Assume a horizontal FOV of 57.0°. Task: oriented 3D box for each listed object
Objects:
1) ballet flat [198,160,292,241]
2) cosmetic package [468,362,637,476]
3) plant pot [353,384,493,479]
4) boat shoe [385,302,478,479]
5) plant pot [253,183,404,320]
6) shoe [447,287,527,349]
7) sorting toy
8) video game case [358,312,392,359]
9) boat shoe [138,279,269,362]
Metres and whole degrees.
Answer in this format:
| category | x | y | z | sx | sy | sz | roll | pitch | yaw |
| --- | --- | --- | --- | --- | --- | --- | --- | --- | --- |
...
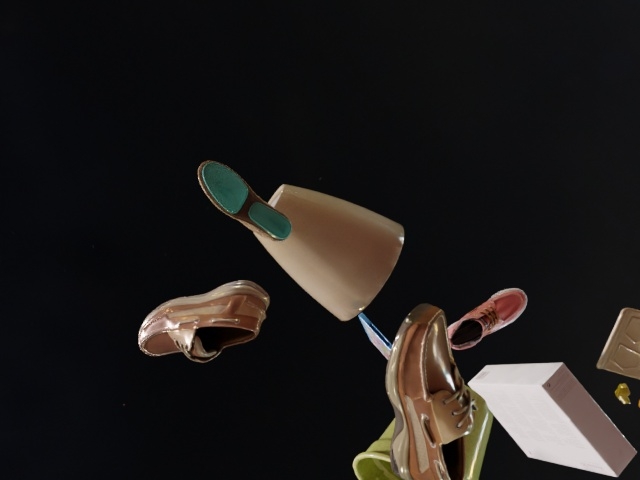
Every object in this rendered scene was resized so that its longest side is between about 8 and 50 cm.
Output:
| category | x | y | z | sx | sy | sz | roll | pitch | yaw |
| --- | --- | --- | --- | --- | --- | --- | --- | --- | --- |
| ballet flat | -0.142 | -0.063 | 1.047 | 0.206 | 0.067 | 0.073 | 42 | -111 | -24 |
| cosmetic package | 0.600 | 0.468 | 1.584 | 0.097 | 0.377 | 0.284 | -37 | -91 | -19 |
| plant pot | 0.252 | 0.452 | 1.291 | 0.276 | 0.276 | 0.254 | 41 | -125 | -4 |
| boat shoe | 0.178 | 0.245 | 0.888 | 0.122 | 0.120 | 0.324 | -37 | -49 | -43 |
| plant pot | 0.000 | 0.000 | 1.309 | 0.274 | 0.256 | 0.256 | 33 | -112 | -13 |
| shoe | 0.320 | 0.153 | 1.130 | 0.178 | 0.081 | 0.063 | -33 | -97 | 8 |
| sorting toy | 0.912 | 0.340 | 1.670 | 0.229 | 0.307 | 0.041 | 13 | -153 | 7 |
| video game case | 0.157 | 0.258 | 1.422 | 0.015 | 0.119 | 0.166 | -36 | -135 | -9 |
| boat shoe | -0.251 | 0.184 | 1.204 | 0.123 | 0.324 | 0.116 | 43 | -146 | -39 |
